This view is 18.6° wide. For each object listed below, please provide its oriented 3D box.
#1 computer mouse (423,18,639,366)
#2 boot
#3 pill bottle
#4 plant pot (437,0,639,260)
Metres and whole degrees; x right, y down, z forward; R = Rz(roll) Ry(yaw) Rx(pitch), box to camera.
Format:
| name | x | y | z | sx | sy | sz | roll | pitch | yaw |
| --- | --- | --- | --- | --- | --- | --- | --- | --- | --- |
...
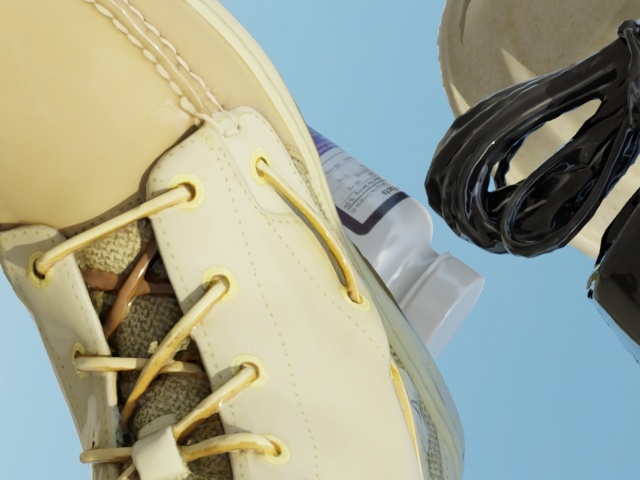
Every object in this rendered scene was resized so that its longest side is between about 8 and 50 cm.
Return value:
| name | x | y | z | sx | sy | sz | roll | pitch | yaw |
| --- | --- | --- | --- | --- | --- | --- | --- | --- | --- |
| computer mouse | 0.165 | 0.014 | 0.580 | 0.188 | 0.072 | 0.272 | -38 | -132 | 9 |
| boot | -0.041 | 0.042 | 0.519 | 0.095 | 0.262 | 0.203 | -26 | -154 | 16 |
| pill bottle | 0.000 | 0.000 | 1.192 | 0.108 | 0.193 | 0.108 | -50 | 167 | -17 |
| plant pot | 0.289 | -0.186 | 1.315 | 0.305 | 0.333 | 0.334 | 120 | -27 | -51 |
